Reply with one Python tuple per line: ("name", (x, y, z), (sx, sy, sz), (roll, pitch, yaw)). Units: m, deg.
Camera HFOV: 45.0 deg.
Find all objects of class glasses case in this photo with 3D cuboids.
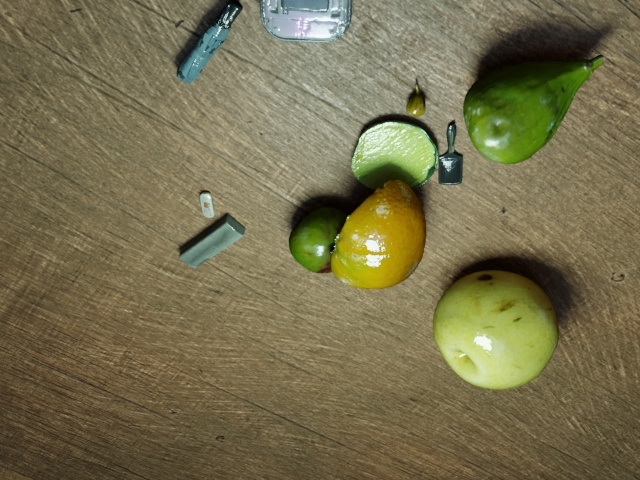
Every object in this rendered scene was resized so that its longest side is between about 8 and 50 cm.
("glasses case", (-0.312, 0.006, 2.215), (0.205, 0.047, 0.071), (-33, 121, 27))
("glasses case", (-0.314, -0.099, 2.144), (0.032, 0.021, 0.083), (-1, 129, 4))

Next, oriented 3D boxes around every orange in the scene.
("orange", (0.152, 0.002, 2.047), (0.274, 0.274, 0.310), (34, 147, -21))

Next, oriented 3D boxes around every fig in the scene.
("fig", (0.000, 0.000, 2.107), (0.191, 0.181, 0.181), (-4, 134, 41))
("fig", (0.233, -0.341, 1.883), (0.050, 0.050, 0.083), (1, 114, 4))
("fig", (0.488, -0.297, 1.785), (0.314, 0.233, 0.233), (-7, 129, 5))

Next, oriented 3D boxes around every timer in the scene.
("timer", (-0.034, -0.537, 1.730), (0.209, 0.069, 0.190), (3, 127, 4))

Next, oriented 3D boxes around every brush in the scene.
("brush", (0.335, -0.219, 1.991), (0.063, 0.016, 0.193), (-3, 130, 6))

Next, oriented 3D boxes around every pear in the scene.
("pear", (0.489, 0.247, 2.163), (0.349, 0.348, 0.348), (2, 130, 3))

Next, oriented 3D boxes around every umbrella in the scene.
("umbrella", (-0.260, -0.464, 1.818), (0.053, 0.052, 0.250), (34, 125, -20))

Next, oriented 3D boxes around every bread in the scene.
("bread", (0.190, -0.216, 1.997), (0.229, 0.033, 0.228), (2, 131, 3))
